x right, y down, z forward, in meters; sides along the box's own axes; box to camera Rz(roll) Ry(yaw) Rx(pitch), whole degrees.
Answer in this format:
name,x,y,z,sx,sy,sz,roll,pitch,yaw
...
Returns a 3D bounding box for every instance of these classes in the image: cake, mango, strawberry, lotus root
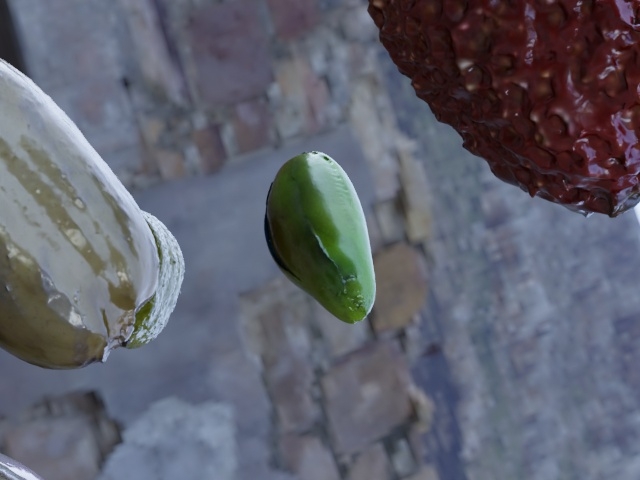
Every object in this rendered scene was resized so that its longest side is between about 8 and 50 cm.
name,x,y,z,sx,sy,sz,roll,pitch,yaw
cake,-0.306,0.027,2.318,0.156,0.260,0.179,48,59,-79
mango,0.000,0.000,2.141,0.125,0.111,0.233,106,-30,-52
strawberry,0.196,-0.191,1.597,0.343,0.292,0.292,33,-20,-6
lotus root,-0.268,-0.045,1.478,0.343,0.169,0.151,50,-27,-3

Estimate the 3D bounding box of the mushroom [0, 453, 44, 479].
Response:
name,x,y,z,sx,sy,sz,roll,pitch,yaw
mushroom,-0.349,0.358,2.156,0.173,0.162,0.236,0,96,-69
